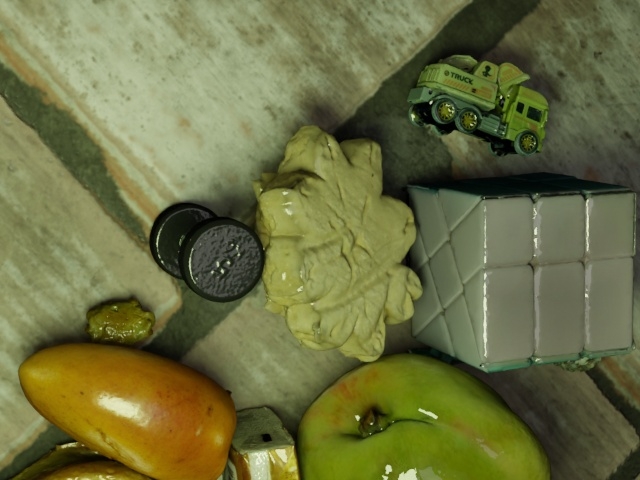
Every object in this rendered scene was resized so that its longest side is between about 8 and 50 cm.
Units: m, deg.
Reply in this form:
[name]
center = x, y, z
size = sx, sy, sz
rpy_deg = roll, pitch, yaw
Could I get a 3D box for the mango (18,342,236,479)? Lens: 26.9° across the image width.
[mango]
center = -0.235, 0.194, 1.608
size = 0.257, 0.187, 0.138
rpy_deg = 26, 86, -33

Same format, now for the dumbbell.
[dumbbell]
center = -0.141, 0.012, 1.625
size = 0.100, 0.191, 0.100
rpy_deg = -3, 99, -19

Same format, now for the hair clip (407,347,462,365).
[hair clip]
center = 0.203, 0.159, 1.854
size = 0.173, 0.049, 0.049
rpy_deg = -3, 98, -19

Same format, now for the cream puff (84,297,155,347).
[cream puff]
center = -0.249, 0.108, 1.666
size = 0.083, 0.058, 0.083
rpy_deg = 35, 53, 16

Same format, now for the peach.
[peach]
center = 0.124, 0.312, 1.708
size = 0.281, 0.314, 0.315
rpy_deg = -49, 137, -32

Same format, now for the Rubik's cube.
[Rubik's cube]
center = 0.258, 0.034, 1.758
size = 0.225, 0.231, 0.221
rpy_deg = -5, 99, -21

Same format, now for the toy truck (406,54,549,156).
[toy truck]
center = 0.215, -0.188, 1.790
size = 0.191, 0.085, 0.116
rpy_deg = 19, 86, -20

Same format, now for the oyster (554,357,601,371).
[oyster]
center = 0.379, 0.147, 1.922
size = 0.098, 0.037, 0.100
rpy_deg = 34, 85, -22

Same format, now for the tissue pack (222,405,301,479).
[tissue pack]
center = -0.073, 0.344, 1.701
size = 0.092, 0.183, 0.226
rpy_deg = -10, 101, -10

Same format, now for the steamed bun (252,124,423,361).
[steamed bun]
center = 0.000, 0.000, 1.685
size = 0.295, 0.137, 0.292
rpy_deg = 26, 65, -45

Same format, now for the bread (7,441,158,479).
[bread]
center = -0.289, 0.326, 1.635
size = 0.261, 0.160, 0.147
rpy_deg = -1, 92, -14
